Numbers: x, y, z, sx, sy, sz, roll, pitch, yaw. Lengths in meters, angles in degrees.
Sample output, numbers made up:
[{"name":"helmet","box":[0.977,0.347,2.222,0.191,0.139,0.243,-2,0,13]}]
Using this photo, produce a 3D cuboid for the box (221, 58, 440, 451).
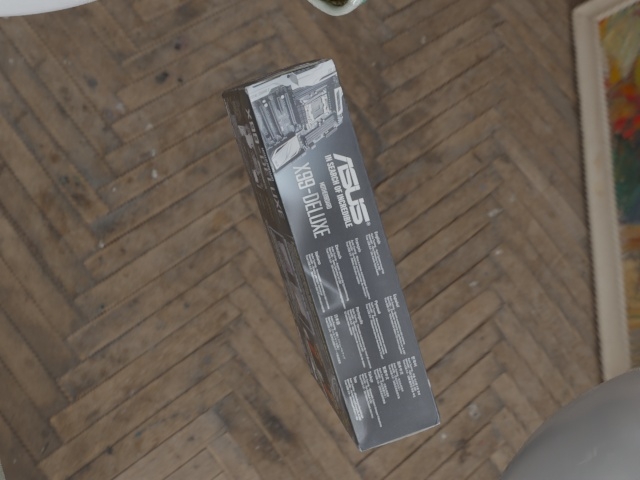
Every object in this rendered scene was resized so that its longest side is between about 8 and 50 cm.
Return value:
[{"name":"box","box":[0.000,0.000,0.886,0.076,0.242,0.307,-18,99,-7]}]

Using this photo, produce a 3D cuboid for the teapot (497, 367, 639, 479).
[{"name":"teapot","box":[0.162,0.176,0.393,0.252,0.256,0.187,32,20,10]}]

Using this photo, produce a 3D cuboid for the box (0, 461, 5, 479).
[{"name":"box","box":[-0.206,0.221,0.503,0.113,0.094,0.275,-36,57,10]}]

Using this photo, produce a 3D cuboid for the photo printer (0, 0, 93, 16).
[{"name":"photo printer","box":[-0.278,-0.336,0.799,0.256,0.107,0.308,-2,108,-12]}]

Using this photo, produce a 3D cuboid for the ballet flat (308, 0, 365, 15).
[{"name":"ballet flat","box":[-0.094,-0.375,1.046,0.400,0.139,0.139,33,59,-16]}]
